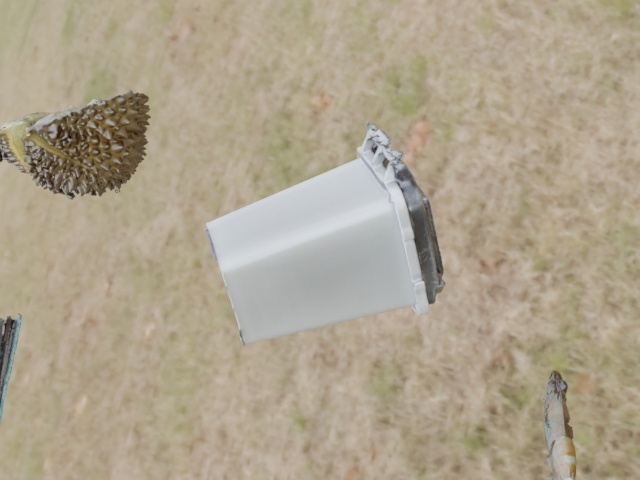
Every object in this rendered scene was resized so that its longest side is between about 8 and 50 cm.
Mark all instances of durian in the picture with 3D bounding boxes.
[{"bbox_3d":[-0.167,-0.065,0.735,0.140,0.110,0.071,-74,-29,-73],"label":"durian"}]

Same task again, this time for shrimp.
[{"bbox_3d":[0.300,0.279,1.365,0.148,0.035,0.195,97,178,-53],"label":"shrimp"}]

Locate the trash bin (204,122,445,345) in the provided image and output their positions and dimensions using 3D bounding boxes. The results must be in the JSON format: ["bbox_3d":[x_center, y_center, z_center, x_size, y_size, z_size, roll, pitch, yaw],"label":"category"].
[{"bbox_3d":[0.000,0.000,1.764,0.256,0.367,0.296,-116,10,-59],"label":"trash bin"}]

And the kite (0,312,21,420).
[{"bbox_3d":[-0.382,0.162,0.837,0.335,0.314,0.011,-34,3,-13],"label":"kite"}]
